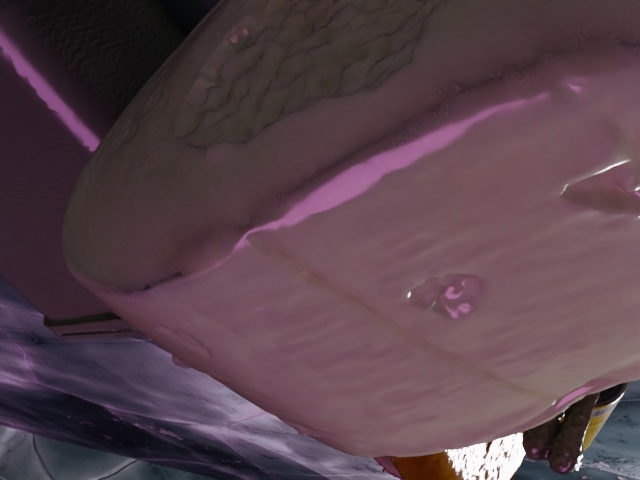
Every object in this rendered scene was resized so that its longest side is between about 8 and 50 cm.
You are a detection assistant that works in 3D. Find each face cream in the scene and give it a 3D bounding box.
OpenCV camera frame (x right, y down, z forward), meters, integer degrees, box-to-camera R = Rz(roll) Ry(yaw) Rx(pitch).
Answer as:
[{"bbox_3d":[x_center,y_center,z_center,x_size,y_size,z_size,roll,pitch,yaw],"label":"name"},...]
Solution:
[{"bbox_3d":[0.382,0.260,1.162,0.105,0.105,0.348,9,152,13],"label":"face cream"}]

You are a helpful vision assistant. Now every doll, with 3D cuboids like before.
[{"bbox_3d":[0.278,0.094,0.747,0.091,0.285,0.203,3,173,-26],"label":"doll"}]

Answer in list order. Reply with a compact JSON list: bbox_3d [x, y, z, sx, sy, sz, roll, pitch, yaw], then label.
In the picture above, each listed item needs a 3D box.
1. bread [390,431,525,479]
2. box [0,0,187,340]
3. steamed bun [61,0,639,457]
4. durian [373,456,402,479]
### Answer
[{"bbox_3d":[0.155,0.176,0.934,0.183,0.236,0.388,42,168,52],"label":"bread"},{"bbox_3d":[-0.235,-0.076,0.742,0.352,0.177,0.343,-7,132,39],"label":"box"},{"bbox_3d":[0.092,-0.052,0.527,0.456,0.289,0.371,-24,137,25],"label":"steamed bun"},{"bbox_3d":[0.088,0.232,1.178,0.341,0.112,0.191,52,159,4],"label":"durian"}]
